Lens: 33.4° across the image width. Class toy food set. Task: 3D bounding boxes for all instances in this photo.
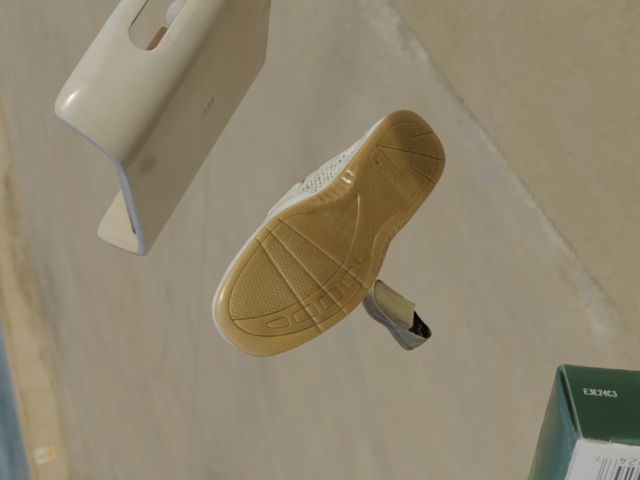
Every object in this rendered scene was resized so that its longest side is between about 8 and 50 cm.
[{"bbox_3d":[-0.133,-0.129,0.882,0.092,0.219,0.306,29,164,4],"label":"toy food set"}]

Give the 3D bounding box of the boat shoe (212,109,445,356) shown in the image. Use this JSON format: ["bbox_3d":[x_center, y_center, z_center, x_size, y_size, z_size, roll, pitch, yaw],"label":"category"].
[{"bbox_3d":[0.000,0.000,0.893,0.098,0.277,0.096,52,146,-11],"label":"boat shoe"}]

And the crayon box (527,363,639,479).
[{"bbox_3d":[0.246,0.243,0.782,0.083,0.203,0.323,-88,3,-57],"label":"crayon box"}]

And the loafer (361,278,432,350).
[{"bbox_3d":[0.111,0.101,1.544,0.050,0.148,0.056,-19,40,34],"label":"loafer"}]
